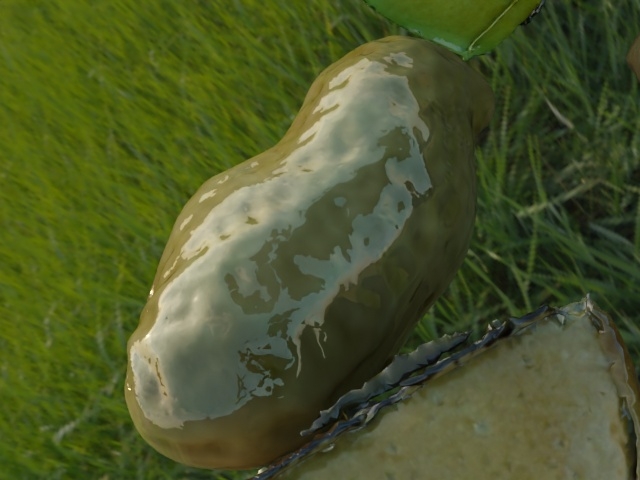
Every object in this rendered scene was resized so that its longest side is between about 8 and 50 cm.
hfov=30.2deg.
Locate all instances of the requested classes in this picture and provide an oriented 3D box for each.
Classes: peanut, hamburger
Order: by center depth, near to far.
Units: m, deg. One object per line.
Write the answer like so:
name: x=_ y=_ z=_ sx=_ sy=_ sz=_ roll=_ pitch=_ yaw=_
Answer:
hamburger: x=0.050 y=0.263 z=0.772 sx=0.445 sy=0.268 sz=0.287 roll=-31 pitch=73 yaw=-5
peanut: x=0.000 y=0.000 z=0.863 sx=0.192 sy=0.169 sz=0.387 roll=18 pitch=58 yaw=37

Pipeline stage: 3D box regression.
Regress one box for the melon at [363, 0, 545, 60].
melon: x=0.082 y=-0.235 z=0.637 sx=0.265 sy=0.169 sz=0.129 roll=132 pitch=143 yaw=-54

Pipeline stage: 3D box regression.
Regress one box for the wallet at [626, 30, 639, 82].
wallet: x=0.168 y=-0.128 z=0.249 sx=0.182 sy=0.229 sz=0.049 roll=-29 pitch=67 yaw=-31
